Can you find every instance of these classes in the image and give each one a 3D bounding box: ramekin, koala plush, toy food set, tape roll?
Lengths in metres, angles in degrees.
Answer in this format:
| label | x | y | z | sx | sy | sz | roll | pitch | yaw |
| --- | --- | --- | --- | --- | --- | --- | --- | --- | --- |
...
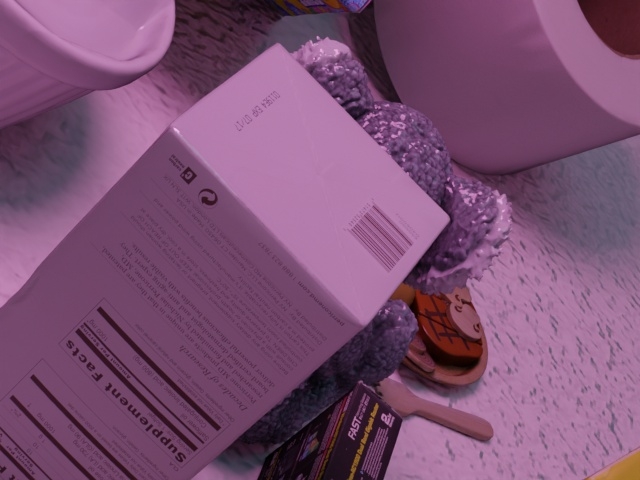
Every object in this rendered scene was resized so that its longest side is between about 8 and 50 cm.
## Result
| label | x | y | z | sx | sy | sz | roll | pitch | yaw |
| --- | --- | --- | --- | --- | --- | --- | --- | --- | --- |
| ramekin | -0.219 | -0.188 | 1.111 | 0.273 | 0.127 | 0.273 | 46 | 26 | -30 |
| koala plush | 0.000 | 0.000 | 1.122 | 0.196 | 0.221 | 0.203 | 48 | 32 | 0 |
| toy food set | 0.077 | 0.048 | 1.333 | 0.132 | 0.038 | 0.192 | 22 | 40 | -35 |
| tape roll | 0.186 | -0.190 | 1.524 | 0.246 | 0.169 | 0.246 | 15 | 68 | -41 |

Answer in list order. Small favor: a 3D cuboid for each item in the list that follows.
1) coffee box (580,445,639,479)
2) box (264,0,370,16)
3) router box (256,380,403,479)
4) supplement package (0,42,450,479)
| label | x | y | z | sx | sy | sz | roll | pitch | yaw |
| --- | --- | --- | --- | --- | --- | --- | --- | --- | --- |
| coffee box | 0.104 | 0.305 | 0.740 | 0.338 | 0.334 | 0.337 | -20 | 70 | -40 |
| box | -0.053 | -0.313 | 1.324 | 0.279 | 0.177 | 0.290 | 40 | -3 | -14 |
| router box | -0.005 | 0.150 | 1.075 | 0.038 | 0.092 | 0.122 | 40 | 33 | -11 |
| supplement package | -0.075 | 0.038 | 0.970 | 0.134 | 0.244 | 0.139 | 46 | 33 | -2 |
